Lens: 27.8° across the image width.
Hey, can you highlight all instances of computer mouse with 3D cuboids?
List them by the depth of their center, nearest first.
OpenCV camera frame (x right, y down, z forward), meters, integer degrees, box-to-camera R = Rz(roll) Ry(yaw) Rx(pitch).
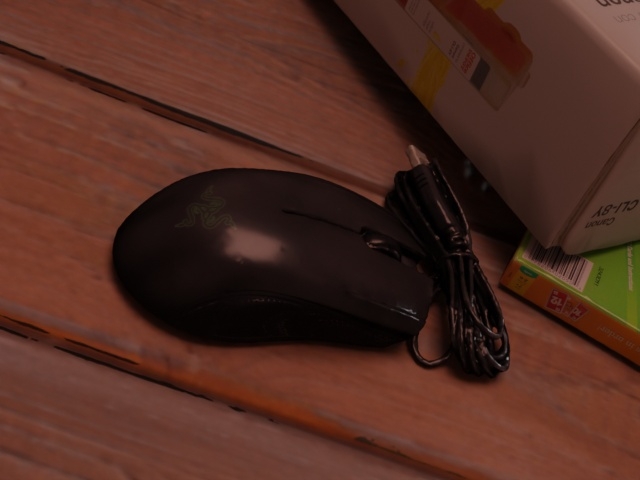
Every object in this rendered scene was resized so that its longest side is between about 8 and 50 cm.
[{"bbox_3d":[0.000,0.000,0.861,0.272,0.072,0.188,2,51,-24],"label":"computer mouse"}]

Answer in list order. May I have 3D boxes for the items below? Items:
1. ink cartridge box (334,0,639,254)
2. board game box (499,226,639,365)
[{"bbox_3d":[0.195,-0.193,1.039,0.279,0.160,0.385,-11,53,-39],"label":"ink cartridge box"},{"bbox_3d":[0.268,0.053,0.968,0.259,0.039,0.124,29,43,5],"label":"board game box"}]
